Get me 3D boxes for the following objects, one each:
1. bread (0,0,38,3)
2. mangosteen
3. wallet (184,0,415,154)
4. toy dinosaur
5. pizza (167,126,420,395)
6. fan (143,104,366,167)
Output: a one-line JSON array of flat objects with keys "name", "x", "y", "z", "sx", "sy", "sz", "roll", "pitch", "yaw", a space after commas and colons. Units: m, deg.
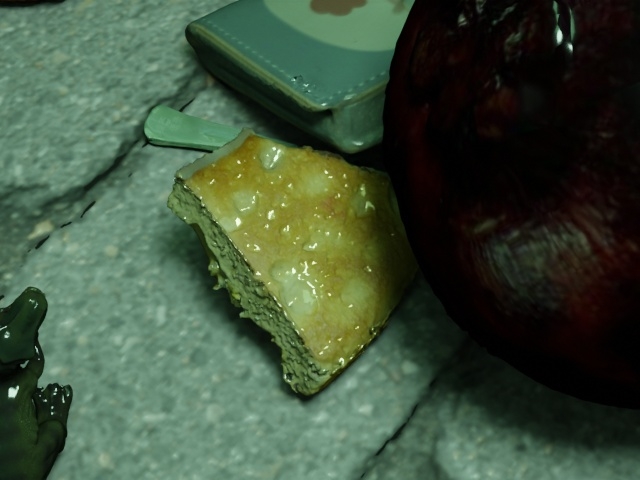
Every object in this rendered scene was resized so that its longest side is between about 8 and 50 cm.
[{"name": "bread", "x": -0.331, "y": -0.395, "z": 1.194, "sx": 0.328, "sy": 0.148, "sz": 0.337, "roll": 18, "pitch": 54, "yaw": 12}, {"name": "mangosteen", "x": 0.256, "y": -0.086, "z": 0.838, "sx": 0.421, "sy": 0.381, "sz": 0.381, "roll": -10, "pitch": 54, "yaw": -16}, {"name": "wallet", "x": 0.092, "y": -0.199, "z": 1.083, "sx": 0.360, "sy": 0.083, "sz": 0.252, "roll": -29, "pitch": 41, "yaw": -20}, {"name": "toy dinosaur", "x": -0.207, "y": 0.133, "z": 0.803, "sx": 0.087, "sy": 0.187, "sz": 0.179, "roll": -7, "pitch": 27, "yaw": -4}, {"name": "pizza", "x": -0.009, "y": -0.003, "z": 0.963, "sx": 0.188, "sy": 0.080, "sz": 0.204, "roll": 49, "pitch": 53, "yaw": 3}, {"name": "fan", "x": -0.056, "y": -0.078, "z": 1.048, "sx": 0.193, "sy": 0.016, "sz": 0.038, "roll": 13, "pitch": 57, "yaw": 9}]
